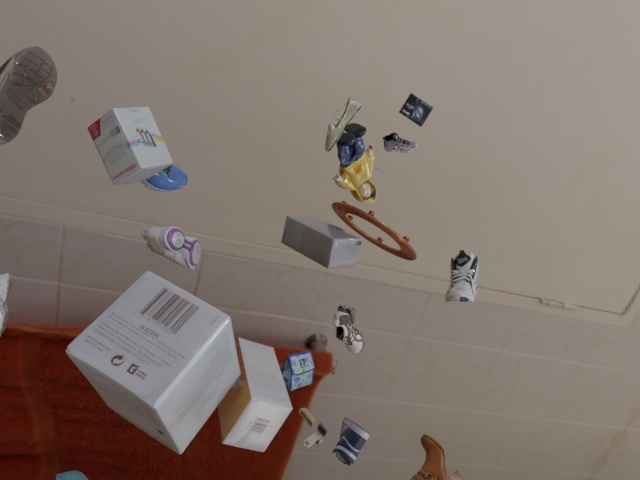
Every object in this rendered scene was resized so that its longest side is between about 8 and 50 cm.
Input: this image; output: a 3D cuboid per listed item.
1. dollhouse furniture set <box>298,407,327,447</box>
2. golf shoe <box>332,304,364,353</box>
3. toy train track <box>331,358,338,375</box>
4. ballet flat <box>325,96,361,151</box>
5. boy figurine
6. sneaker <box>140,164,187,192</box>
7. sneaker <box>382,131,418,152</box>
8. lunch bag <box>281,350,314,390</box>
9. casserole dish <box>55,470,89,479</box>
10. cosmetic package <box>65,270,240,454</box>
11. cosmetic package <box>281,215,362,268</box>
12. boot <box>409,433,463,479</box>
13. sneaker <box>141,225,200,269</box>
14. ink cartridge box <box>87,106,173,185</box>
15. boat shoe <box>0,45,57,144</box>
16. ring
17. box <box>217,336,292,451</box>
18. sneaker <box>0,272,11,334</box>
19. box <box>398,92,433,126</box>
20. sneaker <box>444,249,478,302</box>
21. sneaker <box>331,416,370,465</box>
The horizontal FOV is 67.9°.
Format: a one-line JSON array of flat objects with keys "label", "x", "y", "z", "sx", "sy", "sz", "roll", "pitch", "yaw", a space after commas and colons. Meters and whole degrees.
[{"label": "dollhouse furniture set", "x": -0.051, "y": 0.607, "z": 1.519, "sx": 0.114, "sy": 0.081, "sz": 0.090, "roll": 43, "pitch": -39, "yaw": 26}, {"label": "golf shoe", "x": 0.109, "y": 0.412, "z": 2.086, "sx": 0.120, "sy": 0.105, "sz": 0.272, "roll": -48, "pitch": 130, "yaw": -41}, {"label": "toy train track", "x": 0.062, "y": 0.564, "z": 2.113, "sx": 0.048, "sy": 0.014, "sz": 0.083, "roll": -82, "pitch": -171, "yaw": -73}, {"label": "ballet flat", "x": 0.051, "y": -0.334, "z": 1.359, "sx": 0.168, "sy": 0.052, "sz": 0.057, "roll": -54, "pitch": -168, "yaw": 3}, {"label": "boy figurine", "x": 0.111, "y": -0.227, "z": 1.535, "sx": 0.092, "sy": 0.177, "sz": 0.285, "roll": 31, "pitch": -30, "yaw": 41}, {"label": "sneaker", "x": -0.603, "y": -0.273, "z": 1.719, "sx": 0.147, "sy": 0.330, "sz": 0.129, "roll": -13, "pitch": -113, "yaw": 30}, {"label": "sneaker", "x": 0.223, "y": -0.282, "z": 1.345, "sx": 0.069, "sy": 0.098, "sz": 0.038, "roll": 62, "pitch": 35, "yaw": -53}, {"label": "lunch bag", "x": -0.097, "y": 0.561, "z": 2.073, "sx": 0.096, "sy": 0.129, "sz": 0.151, "roll": 15, "pitch": -76, "yaw": 47}, {"label": "casserole dish", "x": -0.380, "y": 0.442, "z": 0.775, "sx": 0.189, "sy": 0.037, "sz": 0.114, "roll": 1, "pitch": -75, "yaw": 46}, {"label": "cosmetic package", "x": -0.482, "y": 0.379, "z": 1.470, "sx": 0.327, "sy": 0.330, "sz": 0.393, "roll": -53, "pitch": 159, "yaw": -36}, {"label": "cosmetic package", "x": 0.000, "y": 0.000, "z": 1.484, "sx": 0.238, "sy": 0.127, "sz": 0.107, "roll": 32, "pitch": -66, "yaw": 44}, {"label": "boot", "x": 0.333, "y": 0.718, "z": 1.487, "sx": 0.197, "sy": 0.153, "sz": 0.072, "roll": 51, "pitch": -25, "yaw": 44}, {"label": "sneaker", "x": -0.550, "y": 0.018, "z": 1.779, "sx": 0.305, "sy": 0.152, "sz": 0.114, "roll": 67, "pitch": 32, "yaw": -64}, {"label": "ink cartridge box", "x": -0.521, "y": -0.259, "z": 1.312, "sx": 0.128, "sy": 0.127, "sz": 0.176, "roll": -20, "pitch": -85, "yaw": 30}, {"label": "boat shoe", "x": -0.821, "y": -0.389, "z": 1.235, "sx": 0.132, "sy": 0.131, "sz": 0.355, "roll": 77, "pitch": 17, "yaw": -48}, {"label": "ring", "x": 0.184, "y": -0.038, "z": 1.608, "sx": 0.032, "sy": 0.337, "sz": 0.337, "roll": -55, "pitch": -167, "yaw": -8}, {"label": "box", "x": -0.261, "y": 0.562, "z": 1.768, "sx": 0.214, "sy": 0.168, "sz": 0.345, "roll": -59, "pitch": -153, "yaw": 13}, {"label": "sneaker", "x": -1.055, "y": 0.214, "z": 1.503, "sx": 0.090, "sy": 0.116, "sz": 0.231, "roll": -178, "pitch": -85, "yaw": -67}, {"label": "box", "x": 0.291, "y": -0.398, "z": 1.452, "sx": 0.067, "sy": 0.083, "sz": 0.018, "roll": -58, "pitch": -175, "yaw": -5}, {"label": "sneaker", "x": 0.445, "y": 0.109, "z": 1.502, "sx": 0.094, "sy": 0.235, "sz": 0.152, "roll": -4, "pitch": -88, "yaw": 32}, {"label": "sneaker", "x": 0.110, "y": 0.822, "z": 1.948, "sx": 0.153, "sy": 0.099, "sz": 0.282, "roll": -55, "pitch": 177, "yaw": -17}]
